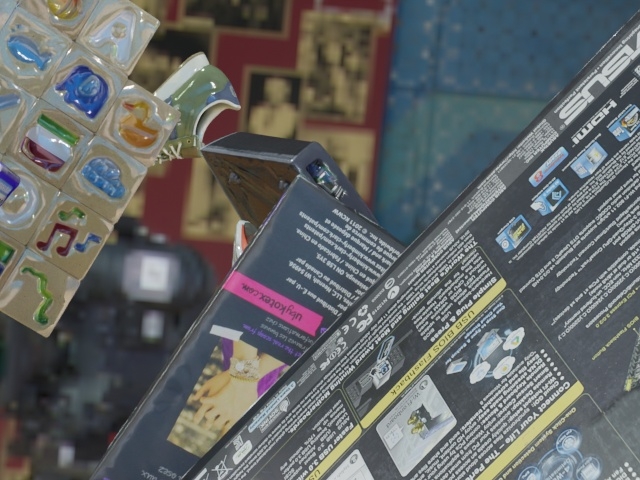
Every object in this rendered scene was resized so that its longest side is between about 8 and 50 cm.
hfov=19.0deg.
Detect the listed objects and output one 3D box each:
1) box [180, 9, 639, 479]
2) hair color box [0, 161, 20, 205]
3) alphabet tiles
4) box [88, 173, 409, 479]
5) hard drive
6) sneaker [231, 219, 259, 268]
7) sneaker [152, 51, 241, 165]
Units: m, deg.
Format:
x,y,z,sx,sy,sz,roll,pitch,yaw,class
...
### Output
x,y,z,sx,sy,sz,roll,pitch,yaw,class
0.119,0.100,0.986,0.097,0.395,0.318,38,11,-31,box
-0.409,0.024,1.459,0.185,0.339,0.110,38,-5,2,hair color box
-0.291,-0.088,1.613,0.285,0.343,0.011,33,-9,-17,alphabet tiles
-0.036,0.102,1.418,0.143,0.270,0.165,35,-2,-1,box
0.000,0.000,1.882,0.172,0.054,0.255,11,-40,52,hard drive
-0.044,0.032,1.728,0.064,0.061,0.158,0,28,-10,sneaker
-0.172,-0.119,2.177,0.086,0.192,0.064,44,-1,6,sneaker
